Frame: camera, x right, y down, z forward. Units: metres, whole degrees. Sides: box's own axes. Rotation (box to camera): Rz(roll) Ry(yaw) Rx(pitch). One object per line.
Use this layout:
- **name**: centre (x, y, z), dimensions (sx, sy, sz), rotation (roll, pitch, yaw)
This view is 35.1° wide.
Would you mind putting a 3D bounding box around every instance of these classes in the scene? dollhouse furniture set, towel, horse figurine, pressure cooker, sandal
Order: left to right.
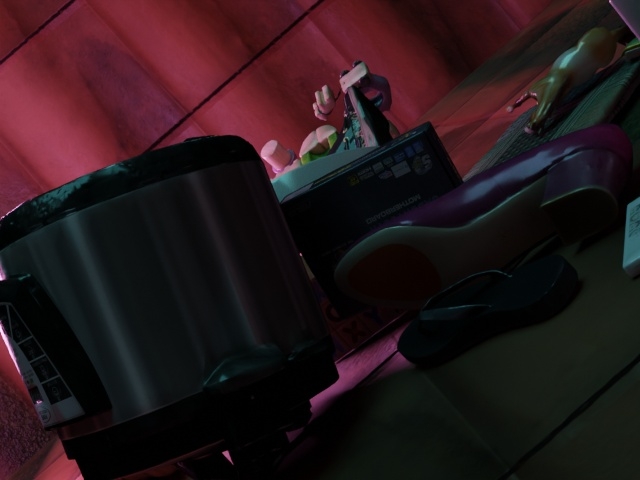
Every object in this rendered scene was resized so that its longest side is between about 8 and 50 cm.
- **pressure cooker**: centre (-0.175, 0.116, 1.261), dimensions (0.376, 0.420, 0.370), rotation (-22, -1, 18)
- **sandal**: centre (0.169, 0.066, 1.100), dimensions (0.254, 0.054, 0.097), rotation (-33, 21, 48)
- **towel**: centre (0.365, -0.165, 1.578), dimensions (0.324, 0.056, 0.312), rotation (-44, 11, -38)
- **horse figurine**: centre (0.394, -0.265, 1.584), dimensions (0.263, 0.066, 0.174), rotation (-41, 3, -2)
- **dollhouse furniture set**: centre (0.515, -0.323, 1.500), dimensions (0.152, 0.058, 0.076), rotation (-17, 19, 30)

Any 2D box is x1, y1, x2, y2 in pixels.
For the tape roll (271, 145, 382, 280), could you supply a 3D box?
- **tape roll**: centre (0.000, 0.000, 1.578), dimensions (0.392, 0.072, 0.392), rotation (-22, -25, -11)

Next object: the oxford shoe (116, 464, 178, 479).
- **oxford shoe**: centre (-0.308, 0.377, 1.669), dimensions (0.348, 0.123, 0.130), rotation (-21, 48, 66)

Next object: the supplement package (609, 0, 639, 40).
- **supplement package**: centre (0.467, -0.274, 1.059), dimensions (0.198, 0.199, 0.262), rotation (-34, 10, 41)

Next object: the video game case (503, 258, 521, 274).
- **video game case**: centre (0.199, 0.046, 1.270), dimensions (0.166, 0.015, 0.119), rotation (-44, 8, -22)

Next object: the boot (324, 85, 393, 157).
- **boot**: centre (0.031, -0.142, 1.667), dimensions (0.178, 0.085, 0.236), rotation (-42, 33, 19)

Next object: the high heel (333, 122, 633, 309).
- **high heel**: centre (0.195, -0.028, 1.222), dimensions (0.377, 0.127, 0.181), rotation (-16, 24, 29)

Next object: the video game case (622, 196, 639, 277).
- **video game case**: centre (0.354, -0.038, 0.965), dimensions (0.143, 0.019, 0.157), rotation (-37, 9, 29)

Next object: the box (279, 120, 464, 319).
- **box**: centre (0.085, -0.023, 1.334), dimensions (0.233, 0.183, 0.059), rotation (-26, 13, 20)

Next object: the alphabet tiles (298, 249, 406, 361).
- **alphabet tiles**: centre (0.040, 0.038, 1.407), dimensions (0.237, 0.198, 0.009), rotation (-38, 10, 20)

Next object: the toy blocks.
- **toy blocks**: centre (0.076, -0.100, 1.870), dimensions (0.289, 0.260, 0.309), rotation (-36, 39, 19)
